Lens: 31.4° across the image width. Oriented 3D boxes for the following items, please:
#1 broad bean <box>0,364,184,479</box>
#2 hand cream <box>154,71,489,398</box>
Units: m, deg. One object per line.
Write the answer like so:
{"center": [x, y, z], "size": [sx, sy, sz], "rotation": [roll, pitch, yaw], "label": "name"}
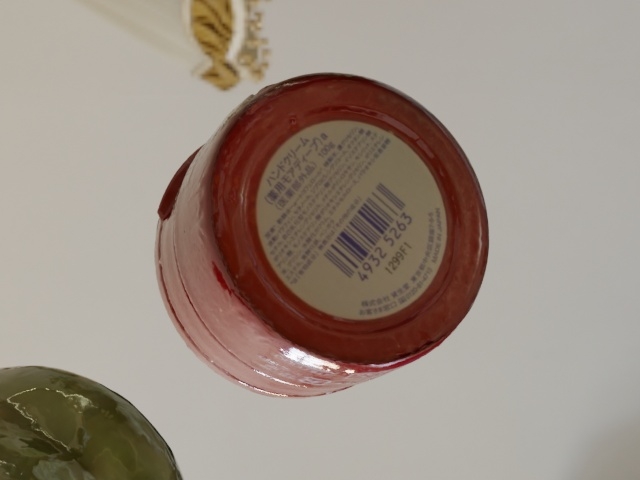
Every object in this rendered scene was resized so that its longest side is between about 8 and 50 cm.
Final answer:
{"center": [-0.139, 0.094, 0.398], "size": [0.072, 0.207, 0.153], "rotation": [-49, -49, -47], "label": "broad bean"}
{"center": [0.000, 0.000, 0.837], "size": [0.149, 0.230, 0.230], "rotation": [151, 121, -64], "label": "hand cream"}
